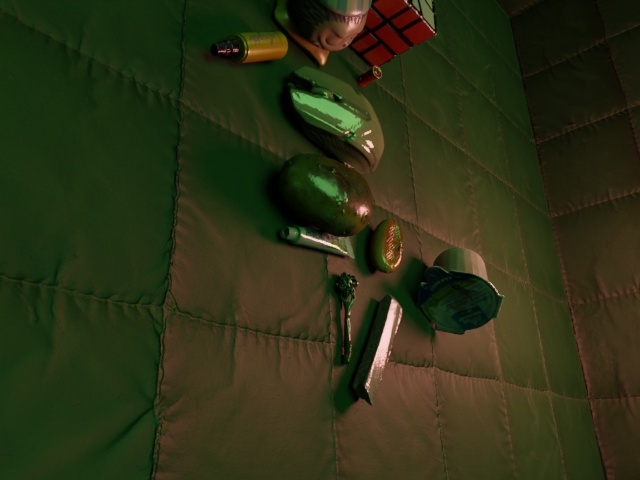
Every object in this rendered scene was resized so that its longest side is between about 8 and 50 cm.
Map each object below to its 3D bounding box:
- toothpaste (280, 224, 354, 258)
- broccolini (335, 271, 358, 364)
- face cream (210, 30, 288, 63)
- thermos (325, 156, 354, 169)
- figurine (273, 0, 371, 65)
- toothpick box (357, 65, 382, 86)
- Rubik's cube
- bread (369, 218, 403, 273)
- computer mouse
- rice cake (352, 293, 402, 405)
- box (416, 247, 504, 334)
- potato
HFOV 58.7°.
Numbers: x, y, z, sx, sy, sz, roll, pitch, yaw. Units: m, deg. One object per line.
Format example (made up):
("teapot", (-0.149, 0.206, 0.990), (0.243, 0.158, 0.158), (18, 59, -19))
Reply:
("toothpaste", (0.000, 0.000, 1.552), (0.296, 0.048, 0.075), (13, 58, -52))
("broccolini", (0.078, 0.204, 1.545), (0.071, 0.057, 0.255), (1, 63, -6))
("face cream", (-0.194, -0.515, 1.519), (0.273, 0.078, 0.078), (-30, 98, -52))
("thermos", (0.072, -0.183, 1.705), (0.187, 0.073, 0.083), (24, 23, -44))
("figurine", (0.071, -0.781, 1.726), (0.266, 0.377, 0.362), (20, 60, -45))
("toothpick box", (0.169, -0.570, 1.986), (0.047, 0.083, 0.047), (13, 69, -38))
("Rubik's cube", (0.216, -0.834, 2.003), (0.293, 0.283, 0.289), (31, 50, -44))
("bread", (0.202, 0.021, 1.763), (0.114, 0.077, 0.189), (24, 54, -19))
("computer mouse", (0.074, -0.365, 1.729), (0.429, 0.145, 0.228), (33, 52, -37))
("rice cake", (0.162, 0.299, 1.600), (0.073, 0.056, 0.365), (55, 39, -27))
("box", (0.446, 0.137, 1.911), (0.291, 0.262, 0.206), (43, 31, -17))
("potato", (0.016, -0.121, 1.517), (0.307, 0.173, 0.210), (24, 51, -38))
